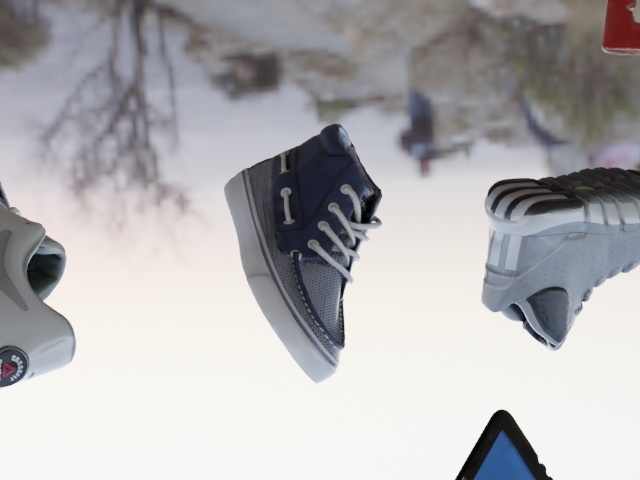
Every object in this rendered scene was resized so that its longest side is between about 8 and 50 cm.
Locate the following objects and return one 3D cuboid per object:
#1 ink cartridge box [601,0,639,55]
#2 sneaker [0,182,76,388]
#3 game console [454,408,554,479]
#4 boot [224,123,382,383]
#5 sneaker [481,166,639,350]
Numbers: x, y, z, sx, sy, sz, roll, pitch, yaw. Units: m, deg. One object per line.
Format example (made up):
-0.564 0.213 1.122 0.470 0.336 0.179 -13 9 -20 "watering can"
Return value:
0.286 -0.099 1.142 0.231 0.078 0.134 7 -149 9 "ink cartridge box"
-0.278 0.009 1.437 0.146 0.122 0.330 -4 -142 -25 "sneaker"
0.138 0.184 1.106 0.124 0.085 0.144 12 -140 23 "game console"
0.000 0.000 1.136 0.086 0.069 0.190 -32 -140 9 "boot"
0.204 0.018 1.444 0.228 0.132 0.086 -3 -158 -36 "sneaker"
